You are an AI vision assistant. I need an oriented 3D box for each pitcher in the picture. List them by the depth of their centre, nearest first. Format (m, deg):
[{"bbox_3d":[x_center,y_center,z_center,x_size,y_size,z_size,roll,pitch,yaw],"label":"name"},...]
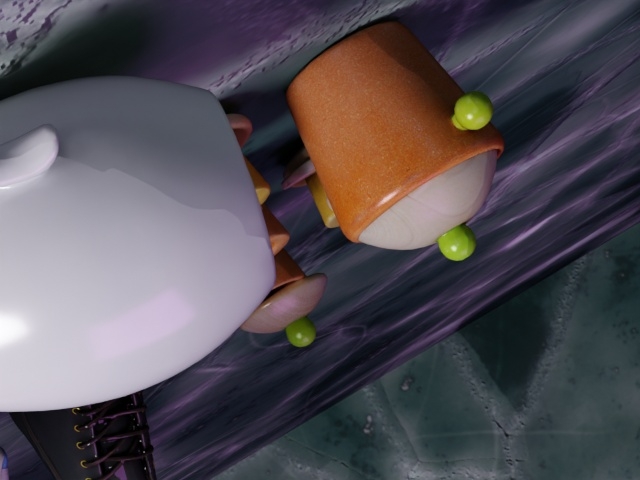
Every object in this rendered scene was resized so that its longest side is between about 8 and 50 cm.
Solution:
[{"bbox_3d":[-0.128,0.000,0.669,0.207,0.125,0.178,-19,153,-9],"label":"pitcher"}]

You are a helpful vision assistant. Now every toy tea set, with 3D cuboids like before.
[{"bbox_3d":[0.000,0.000,1.003,0.200,0.124,0.336,-31,170,-5],"label":"toy tea set"}]

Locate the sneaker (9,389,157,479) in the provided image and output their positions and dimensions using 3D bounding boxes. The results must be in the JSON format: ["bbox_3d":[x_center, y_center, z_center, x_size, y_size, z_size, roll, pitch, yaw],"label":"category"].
[{"bbox_3d":[-0.133,0.101,1.122,0.083,0.118,0.222,-27,170,-26],"label":"sneaker"}]

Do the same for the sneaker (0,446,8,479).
[{"bbox_3d":[-0.303,0.176,1.134,0.237,0.085,0.086,-16,136,-48],"label":"sneaker"}]
